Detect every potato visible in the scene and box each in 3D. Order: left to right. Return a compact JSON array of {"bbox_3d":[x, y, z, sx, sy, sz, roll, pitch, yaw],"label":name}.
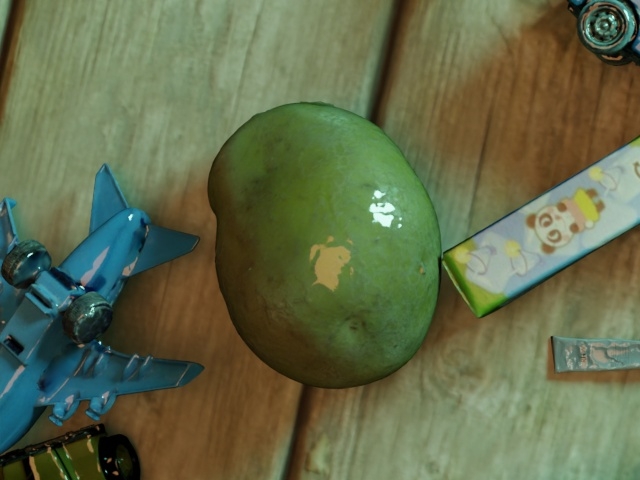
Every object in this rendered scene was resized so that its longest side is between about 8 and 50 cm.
[{"bbox_3d":[0.000,0.000,1.358,0.178,0.160,0.235,-26,66,-4],"label":"potato"}]

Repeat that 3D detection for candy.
[{"bbox_3d":[0.193,-0.017,1.336,0.194,0.097,0.062,-32,86,14],"label":"candy"}]

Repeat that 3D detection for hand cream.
[{"bbox_3d":[0.225,0.088,1.369,0.093,0.019,0.030,-2,89,17],"label":"hand cream"}]

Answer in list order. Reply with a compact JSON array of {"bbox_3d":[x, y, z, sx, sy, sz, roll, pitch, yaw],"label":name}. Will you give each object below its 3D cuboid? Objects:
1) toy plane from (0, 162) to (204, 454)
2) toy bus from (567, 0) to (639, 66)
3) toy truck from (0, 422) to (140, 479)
[{"bbox_3d":[-0.219,0.075,1.432,0.254,0.105,0.271,37,86,30],"label":"toy plane"},{"bbox_3d":[0.300,-0.147,1.295,0.246,0.113,0.134,40,100,11],"label":"toy bus"},{"bbox_3d":[-0.195,0.285,1.432,0.127,0.127,0.257,-20,80,18],"label":"toy truck"}]
